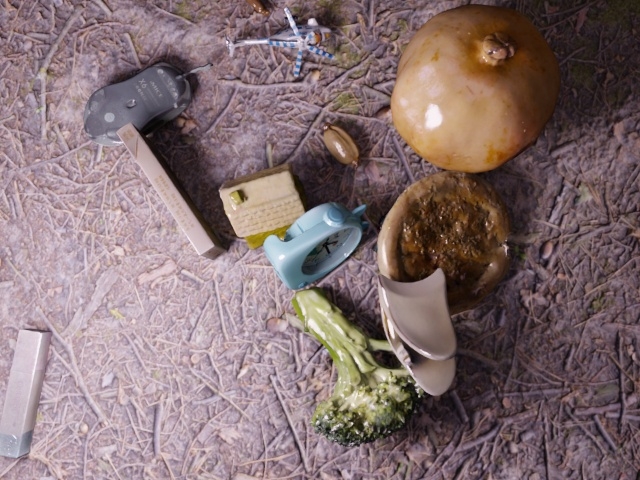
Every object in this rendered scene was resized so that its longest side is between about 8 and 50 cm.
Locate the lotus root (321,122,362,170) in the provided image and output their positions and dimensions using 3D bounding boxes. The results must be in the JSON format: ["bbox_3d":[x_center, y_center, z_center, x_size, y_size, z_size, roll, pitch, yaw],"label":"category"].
[{"bbox_3d":[0.060,-0.248,1.707,0.073,0.062,0.150,-37,86,-25],"label":"lotus root"}]

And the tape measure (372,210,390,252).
[{"bbox_3d":[0.214,-0.011,1.670,0.146,0.081,0.125,18,88,-3],"label":"tape measure"}]

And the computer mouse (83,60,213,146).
[{"bbox_3d":[-0.449,-0.371,1.722,0.379,0.090,0.167,-30,85,-7],"label":"computer mouse"}]

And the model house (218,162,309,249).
[{"bbox_3d":[-0.133,-0.087,1.612,0.193,0.234,0.175,-16,84,2],"label":"model house"}]

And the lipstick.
[{"bbox_3d":[-0.764,0.389,1.668,0.066,0.068,0.318,9,85,3],"label":"lipstick"}]

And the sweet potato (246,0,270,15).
[{"bbox_3d":[-0.220,-0.678,1.762,0.214,0.050,0.050,35,87,1],"label":"sweet potato"}]

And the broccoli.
[{"bbox_3d":[0.061,0.318,1.578,0.397,0.275,0.353,29,42,-2],"label":"broccoli"}]

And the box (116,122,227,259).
[{"bbox_3d":[-0.369,-0.115,1.635,0.051,0.204,0.365,-34,85,-2],"label":"box"}]

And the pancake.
[{"bbox_3d":[0.327,0.004,1.626,0.382,0.071,0.383,-1,95,-17],"label":"pancake"}]

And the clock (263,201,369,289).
[{"bbox_3d":[0.000,0.000,1.615,0.274,0.224,0.094,-34,66,-9],"label":"clock"}]

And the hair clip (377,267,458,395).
[{"bbox_3d":[0.242,0.210,1.508,0.172,0.113,0.282,-6,49,-14],"label":"hair clip"}]

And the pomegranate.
[{"bbox_3d":[0.372,-0.368,1.542,0.411,0.411,0.412,0,85,2],"label":"pomegranate"}]

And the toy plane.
[{"bbox_3d":[-0.106,-0.533,1.739,0.273,0.107,0.182,-16,128,18],"label":"toy plane"}]
